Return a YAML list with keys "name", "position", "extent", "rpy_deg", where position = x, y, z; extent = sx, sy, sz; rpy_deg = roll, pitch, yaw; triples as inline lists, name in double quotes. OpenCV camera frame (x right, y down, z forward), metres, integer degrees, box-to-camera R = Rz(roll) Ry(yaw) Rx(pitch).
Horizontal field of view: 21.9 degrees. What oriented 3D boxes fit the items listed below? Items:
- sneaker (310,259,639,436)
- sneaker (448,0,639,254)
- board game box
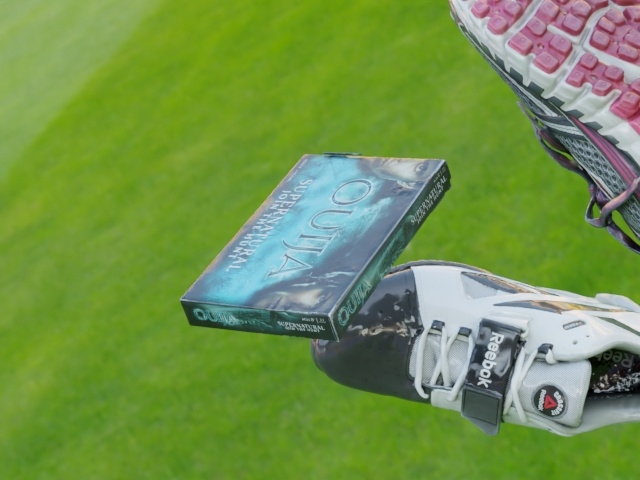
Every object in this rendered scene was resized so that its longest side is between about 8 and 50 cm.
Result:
- name: "sneaker"
  position: [0.160, 0.097, 1.378]
  extent: [0.330, 0.122, 0.146]
  rpy_deg: [3, 17, -10]
- name: "sneaker"
  position: [0.180, -0.065, 0.996]
  extent: [0.121, 0.299, 0.112]
  rpy_deg: [-26, -28, -33]
- name: "board game box"
  position: [0.000, 0.000, 1.180]
  extent: [0.126, 0.026, 0.186]
  rpy_deg: [4, 38, 32]
